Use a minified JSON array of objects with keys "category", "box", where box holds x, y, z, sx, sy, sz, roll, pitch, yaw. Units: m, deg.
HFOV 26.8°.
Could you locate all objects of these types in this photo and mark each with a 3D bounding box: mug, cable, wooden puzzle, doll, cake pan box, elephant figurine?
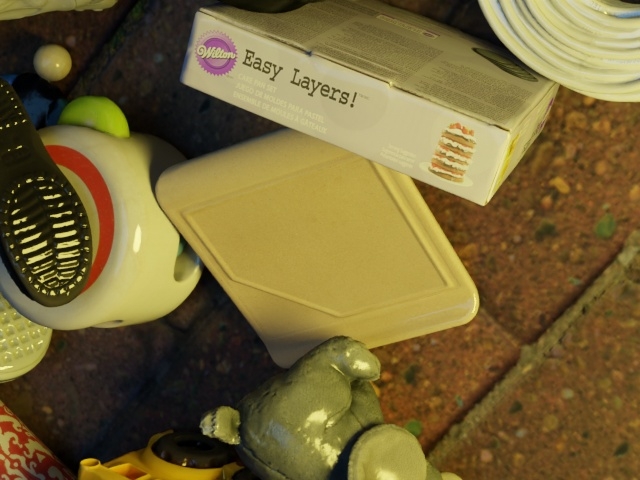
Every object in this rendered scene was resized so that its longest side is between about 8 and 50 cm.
[{"category":"mug","box":[-0.336,0.232,1.399,0.169,0.150,0.113,41,83,1]},{"category":"cable","box":[0.251,-0.241,1.072,0.257,0.089,0.257,13,104,21]},{"category":"wooden puzzle","box":[0.000,0.000,1.205,0.221,0.044,0.239,-17,123,24]},{"category":"doll","box":[-0.304,-0.114,1.348,0.129,0.046,0.189,37,111,18]},{"category":"cake pan box","box":[0.046,-0.134,1.075,0.266,0.246,0.070,22,111,10]},{"category":"elephant figurine","box":[0.043,0.214,1.178,0.186,0.169,0.239,-34,74,-6]}]

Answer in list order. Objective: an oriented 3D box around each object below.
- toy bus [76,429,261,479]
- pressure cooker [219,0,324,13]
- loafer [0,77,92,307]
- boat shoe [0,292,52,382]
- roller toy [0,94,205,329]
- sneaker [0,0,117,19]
[{"category":"toy bus","box":[-0.141,0.279,1.244,0.220,0.211,0.149,18,101,35]},{"category":"pressure cooker","box":[-0.018,-0.372,0.959,0.420,0.375,0.370,-29,112,35]},{"category":"loafer","box":[-0.267,-0.039,1.186,0.078,0.080,0.220,-41,69,58]},{"category":"boat shoe","box":[-0.510,0.016,1.370,0.500,0.187,0.156,21,150,-5]},{"category":"roller toy","box":[-0.209,-0.010,1.272,0.209,0.146,0.191,-44,70,22]},{"category":"sneaker","box":[-0.321,-0.257,1.289,0.366,0.210,0.137,-2,100,58]}]
